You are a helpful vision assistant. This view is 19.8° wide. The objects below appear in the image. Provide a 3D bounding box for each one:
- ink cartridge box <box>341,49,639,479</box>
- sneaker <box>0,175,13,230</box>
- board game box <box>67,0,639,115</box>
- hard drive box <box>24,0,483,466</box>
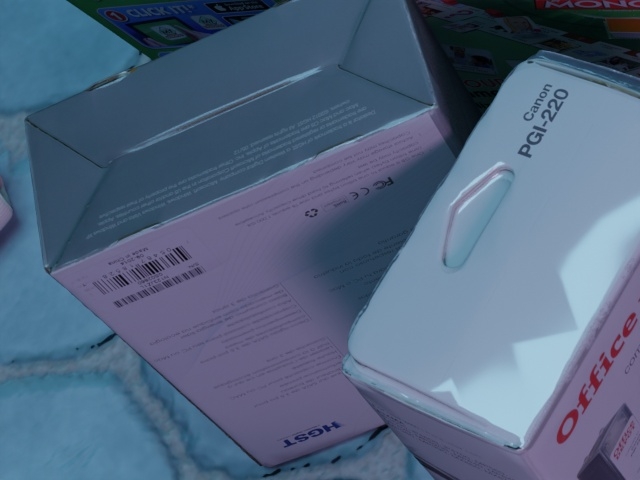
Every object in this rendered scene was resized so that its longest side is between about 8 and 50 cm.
[{"bbox_3d":[0.114,0.046,0.782,0.092,0.218,0.158,23,74,33],"label":"ink cartridge box"},{"bbox_3d":[-0.231,-0.039,1.094,0.070,0.051,0.134,-43,57,-5],"label":"sneaker"},{"bbox_3d":[0.041,-0.109,0.870,0.317,0.213,0.046,2,68,38],"label":"board game box"},{"bbox_3d":[0.000,0.000,0.852,0.181,0.232,0.089,-22,55,11],"label":"hard drive box"}]
